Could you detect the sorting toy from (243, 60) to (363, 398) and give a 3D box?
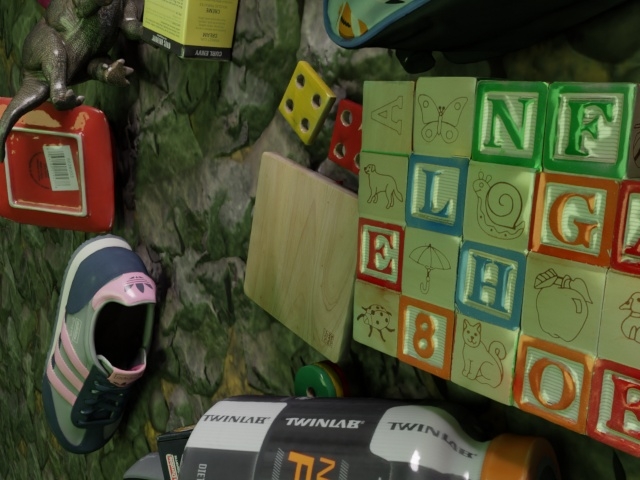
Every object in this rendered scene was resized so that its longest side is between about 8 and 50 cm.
[{"bbox_3d":[0.000,0.000,0.580,0.132,0.046,0.275,30,119,43],"label":"sorting toy"}]

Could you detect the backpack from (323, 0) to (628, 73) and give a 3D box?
[{"bbox_3d":[0.078,-0.241,0.337,0.276,0.213,0.264,-7,80,53],"label":"backpack"}]

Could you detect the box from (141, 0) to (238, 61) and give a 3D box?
[{"bbox_3d":[-0.111,-0.291,0.655,0.087,0.058,0.232,32,120,42],"label":"box"}]

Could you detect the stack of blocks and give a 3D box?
[{"bbox_3d":[0.150,0.005,0.370,0.297,0.087,0.171,16,108,48],"label":"stack of blocks"}]

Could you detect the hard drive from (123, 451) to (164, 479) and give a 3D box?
[{"bbox_3d":[-0.146,0.334,0.805,0.254,0.054,0.172,-12,87,50],"label":"hard drive"}]

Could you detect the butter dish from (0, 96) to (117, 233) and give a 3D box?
[{"bbox_3d":[-0.316,-0.103,0.893,0.159,0.118,0.160,8,113,9],"label":"butter dish"}]

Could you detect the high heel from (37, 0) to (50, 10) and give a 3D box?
[{"bbox_3d":[-0.419,-0.397,0.946,0.377,0.127,0.181,25,111,45],"label":"high heel"}]

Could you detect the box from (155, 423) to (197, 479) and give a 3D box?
[{"bbox_3d":[-0.051,0.270,0.644,0.175,0.051,0.220,-15,84,31],"label":"box"}]

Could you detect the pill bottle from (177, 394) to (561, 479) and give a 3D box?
[{"bbox_3d":[0.033,0.172,0.484,0.245,0.130,0.131,-7,91,32],"label":"pill bottle"}]

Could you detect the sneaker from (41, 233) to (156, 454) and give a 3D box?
[{"bbox_3d":[-0.270,0.161,0.879,0.131,0.112,0.319,38,125,43],"label":"sneaker"}]

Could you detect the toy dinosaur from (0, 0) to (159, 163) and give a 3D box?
[{"bbox_3d":[-0.270,-0.227,0.794,0.160,0.121,0.314,38,108,43],"label":"toy dinosaur"}]
